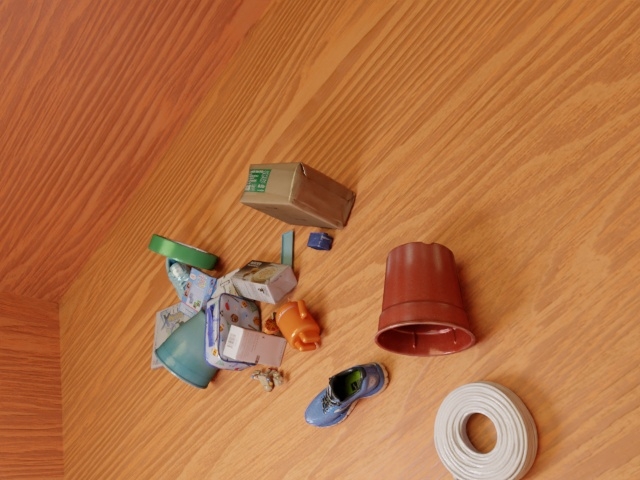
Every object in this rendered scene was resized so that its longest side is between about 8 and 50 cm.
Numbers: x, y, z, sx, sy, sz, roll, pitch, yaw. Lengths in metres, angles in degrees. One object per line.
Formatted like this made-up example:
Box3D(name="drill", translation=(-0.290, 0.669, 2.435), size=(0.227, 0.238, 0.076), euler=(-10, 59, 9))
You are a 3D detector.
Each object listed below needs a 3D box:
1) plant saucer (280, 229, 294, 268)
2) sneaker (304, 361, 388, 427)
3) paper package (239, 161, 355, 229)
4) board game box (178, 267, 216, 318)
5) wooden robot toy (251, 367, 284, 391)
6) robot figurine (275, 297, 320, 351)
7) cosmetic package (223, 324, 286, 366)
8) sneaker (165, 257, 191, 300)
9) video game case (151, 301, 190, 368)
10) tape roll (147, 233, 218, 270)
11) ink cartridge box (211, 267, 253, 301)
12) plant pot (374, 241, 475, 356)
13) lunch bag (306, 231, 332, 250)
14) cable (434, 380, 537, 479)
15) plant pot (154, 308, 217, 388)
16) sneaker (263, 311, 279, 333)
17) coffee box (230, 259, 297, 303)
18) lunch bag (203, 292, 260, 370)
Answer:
Box3D(name="plant saucer", translation=(-0.138, 0.054, 1.983), size=(0.067, 0.018, 0.192), euler=(-19, 61, 38))
Box3D(name="sneaker", translation=(0.054, 0.487, 1.516), size=(0.330, 0.147, 0.130), euler=(-45, 47, 22))
Box3D(name="paper package", translation=(-0.094, -0.172, 1.825), size=(0.325, 0.309, 0.168), euler=(8, 78, 47))
Box3D(name="board game box", translation=(-0.568, 0.248, 2.172), size=(0.160, 0.039, 0.212), euler=(20, 92, 41))
Box3D(name="wooden robot toy", translation=(-0.192, 0.541, 1.809), size=(0.173, 0.076, 0.079), euler=(-6, 104, 43))
Box3D(name="robot figurine", translation=(-0.085, 0.310, 1.742), size=(0.128, 0.158, 0.219), euler=(-31, 45, -11))
Box3D(name="cosmetic package", translation=(-0.242, 0.398, 1.779), size=(0.085, 0.231, 0.117), euler=(6, 78, 46))
Box3D(name="sneaker", translation=(-0.687, 0.193, 2.334), size=(0.135, 0.150, 0.366), euler=(-42, 43, -13))
Box3D(name="video game case", translation=(-0.738, 0.468, 2.372), size=(0.329, 0.036, 0.300), euler=(-23, 58, 35))
Box3D(name="tape roll", translation=(-0.654, 0.057, 2.261), size=(0.321, 0.321, 0.077), euler=(17, 85, 46))
Box3D(name="ink cartridge box", translation=(-0.394, 0.229, 2.105), size=(0.203, 0.086, 0.148), euler=(-28, 55, 34))
Box3D(name="plant pot", translation=(0.293, 0.164, 1.361), size=(0.272, 0.272, 0.265), euler=(-21, 51, 37))
Box3D(name="lunch bag", translation=(0.000, 0.000, 1.835), size=(0.098, 0.067, 0.065), euler=(3, 75, 44))
Box3D(name="cable", translation=(0.412, 0.491, 1.208), size=(0.257, 0.089, 0.257), euler=(-31, 53, 31))
Box3D(name="plant pot", translation=(-0.516, 0.446, 2.020), size=(0.271, 0.271, 0.255), euler=(30, 80, 47))
Box3D(name="sneaker", translation=(-0.189, 0.334, 1.833), size=(0.064, 0.175, 0.067), euler=(34, 99, 2))
Box3D(name="coffee box", translation=(-0.233, 0.165, 1.926), size=(0.246, 0.098, 0.141), euler=(5, 35, 45))
Box3D(name="lunch bag", translation=(-0.361, 0.362, 1.902), size=(0.115, 0.243, 0.303), euler=(-26, 57, 34))
